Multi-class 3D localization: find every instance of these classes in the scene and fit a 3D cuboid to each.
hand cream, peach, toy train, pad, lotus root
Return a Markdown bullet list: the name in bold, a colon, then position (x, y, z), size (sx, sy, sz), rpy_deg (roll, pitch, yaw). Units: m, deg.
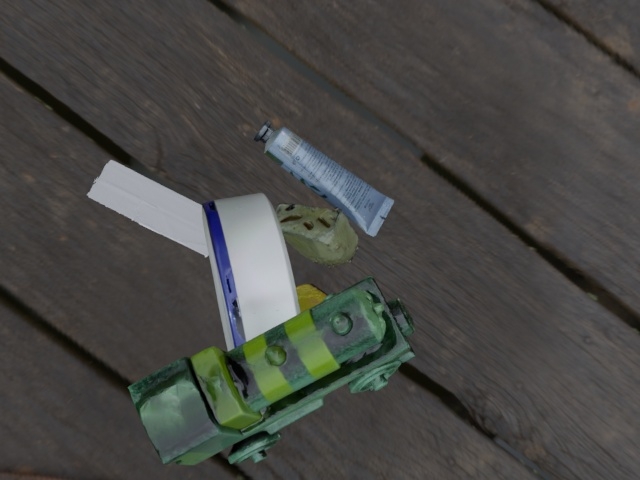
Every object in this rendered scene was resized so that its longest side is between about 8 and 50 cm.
- **hand cream**: position (0.003, -0.114, 1.761), size (0.271, 0.058, 0.091), rpy_deg (35, 56, -7)
- **peach**: position (-0.004, 0.100, 1.426), size (0.083, 0.077, 0.050), rpy_deg (2, 128, 1)
- **toy train**: position (-0.026, 0.096, 0.731), size (0.200, 0.132, 0.083), rpy_deg (-31, 74, 4)
- **pad**: position (-0.282, -0.059, 1.743), size (0.232, 0.156, 0.004), rpy_deg (27, 118, -9)
- **lotus root**: position (0.000, 0.003, 1.743), size (0.144, 0.143, 0.070), rpy_deg (46, 59, -38)

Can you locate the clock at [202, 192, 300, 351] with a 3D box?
- **clock**: position (-0.075, 0.062, 1.133), size (0.083, 0.230, 0.231), rpy_deg (-14, 91, -8)
